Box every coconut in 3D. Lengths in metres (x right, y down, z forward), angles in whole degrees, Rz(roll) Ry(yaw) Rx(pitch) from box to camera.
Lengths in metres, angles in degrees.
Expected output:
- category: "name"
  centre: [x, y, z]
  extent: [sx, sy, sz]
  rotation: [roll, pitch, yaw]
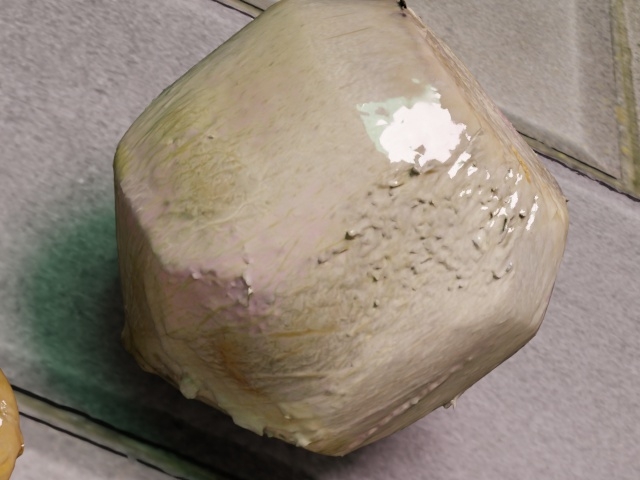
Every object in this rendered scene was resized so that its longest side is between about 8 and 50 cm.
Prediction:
- category: "coconut"
  centre: [0.001, 0.001, 0.774]
  extent: [0.227, 0.230, 0.227]
  rotation: [48, 11, -13]

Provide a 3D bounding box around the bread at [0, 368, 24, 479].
- category: "bread"
  centre: [-0.223, 0.068, 0.648]
  extent: [0.189, 0.077, 0.114]
  rotation: [23, 58, -14]
